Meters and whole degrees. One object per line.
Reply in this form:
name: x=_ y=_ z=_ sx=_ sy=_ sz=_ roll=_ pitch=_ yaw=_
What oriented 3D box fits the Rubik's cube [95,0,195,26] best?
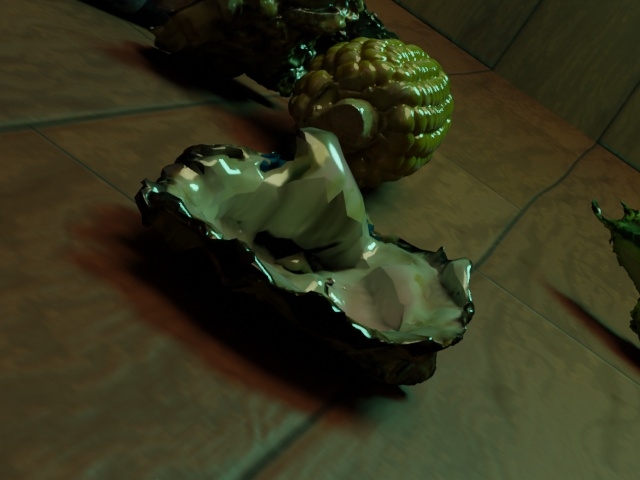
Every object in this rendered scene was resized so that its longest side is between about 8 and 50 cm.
Rubik's cube: x=-0.174 y=-0.403 z=1.614 sx=0.316 sy=0.313 sz=0.318 roll=42 pitch=14 yaw=32

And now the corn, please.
corn: x=0.053 y=-0.116 z=1.546 sx=0.130 sy=0.130 sz=0.347 roll=35 pitch=14 yaw=5

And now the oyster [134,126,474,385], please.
oyster: x=-0.005 y=0.007 z=1.026 sx=0.198 sy=0.092 sz=0.259 roll=35 pitch=21 yaw=3

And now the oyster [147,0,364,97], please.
oyster: x=-0.048 y=-0.184 z=1.518 sx=0.223 sy=0.214 sz=0.083 roll=-15 pitch=78 yaw=-35

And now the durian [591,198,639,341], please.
durian: x=0.353 y=0.086 z=1.606 sx=0.375 sy=0.107 sz=0.132 roll=43 pitch=17 yaw=32

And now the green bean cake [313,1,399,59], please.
green bean cake: x=-0.022 y=-0.241 z=1.780 sx=0.208 sy=0.107 sz=0.193 roll=48 pitch=5 yaw=-36
